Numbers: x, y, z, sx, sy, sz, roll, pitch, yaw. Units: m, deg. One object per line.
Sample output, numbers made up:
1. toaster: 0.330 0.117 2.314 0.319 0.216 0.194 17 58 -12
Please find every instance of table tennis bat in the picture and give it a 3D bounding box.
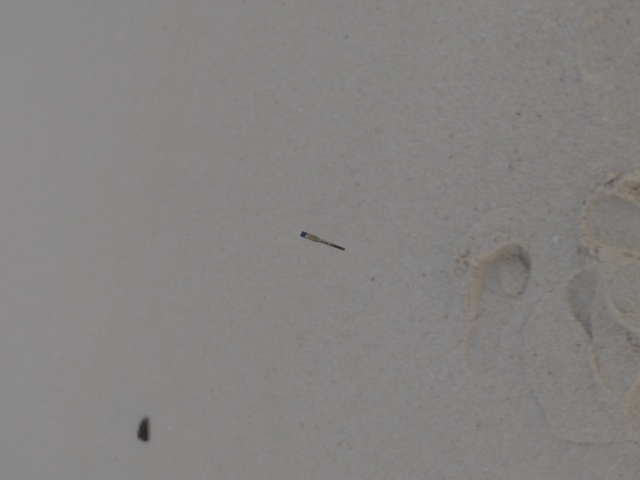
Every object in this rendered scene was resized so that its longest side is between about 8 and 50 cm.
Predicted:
1. table tennis bat: 0.000 0.000 1.015 0.050 0.083 0.007 20 90 32
